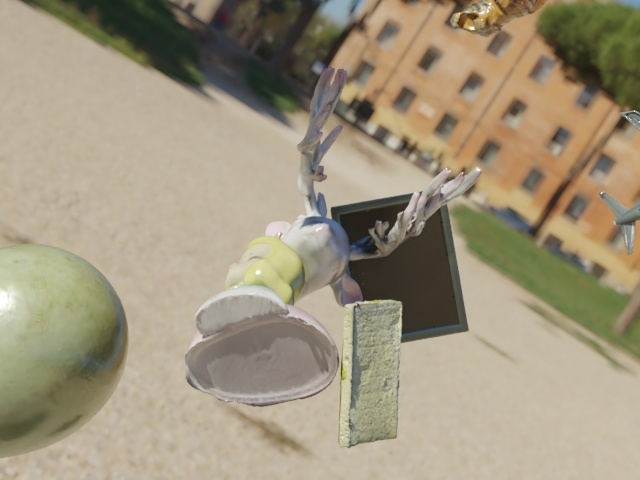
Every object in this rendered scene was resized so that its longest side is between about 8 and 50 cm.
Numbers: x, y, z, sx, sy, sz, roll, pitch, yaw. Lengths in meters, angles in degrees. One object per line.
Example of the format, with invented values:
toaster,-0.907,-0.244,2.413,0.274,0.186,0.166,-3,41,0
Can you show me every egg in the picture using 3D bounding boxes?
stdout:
egg,-0.349,0.129,1.574,0.218,0.295,0.218,62,5,-9

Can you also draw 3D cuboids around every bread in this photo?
bread,0.051,0.136,1.499,0.068,0.153,0.028,-3,9,-36

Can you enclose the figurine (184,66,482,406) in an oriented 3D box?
figurine,0.010,0.010,1.595,0.206,0.284,0.315,30,41,-5

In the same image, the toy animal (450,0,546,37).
toy animal,0.227,-0.359,1.643,0.114,0.255,0.116,4,3,-20

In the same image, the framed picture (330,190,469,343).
framed picture,0.097,0.035,1.772,0.142,0.183,0.011,-11,9,2

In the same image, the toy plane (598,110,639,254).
toy plane,0.419,-0.059,1.629,0.058,0.226,0.226,-19,83,-47
